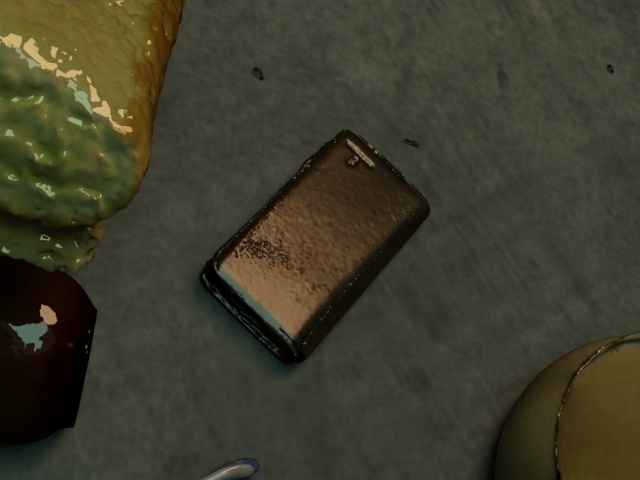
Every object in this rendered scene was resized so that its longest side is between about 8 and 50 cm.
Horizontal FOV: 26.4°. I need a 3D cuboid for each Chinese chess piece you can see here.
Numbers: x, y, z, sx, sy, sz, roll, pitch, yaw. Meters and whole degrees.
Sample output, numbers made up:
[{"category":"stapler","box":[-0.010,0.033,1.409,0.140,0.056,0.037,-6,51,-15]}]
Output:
[{"category":"Chinese chess piece","box":[0.263,0.201,1.089,0.257,0.104,0.257,11,63,-22]}]

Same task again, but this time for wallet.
[{"category":"wallet","box":[0.000,0.000,1.102,0.110,0.031,0.198,44,55,0]}]

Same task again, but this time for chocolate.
[{"category":"chocolate","box":[-0.223,0.070,0.929,0.133,0.127,0.124,8,32,-9]}]

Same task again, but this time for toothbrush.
[{"category":"toothbrush","box":[-0.147,0.215,0.933,0.269,0.021,0.027,-28,86,-34]}]

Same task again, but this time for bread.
[{"category":"bread","box":[-0.217,-0.150,0.905,0.236,0.165,0.375,26,28,-17]}]
